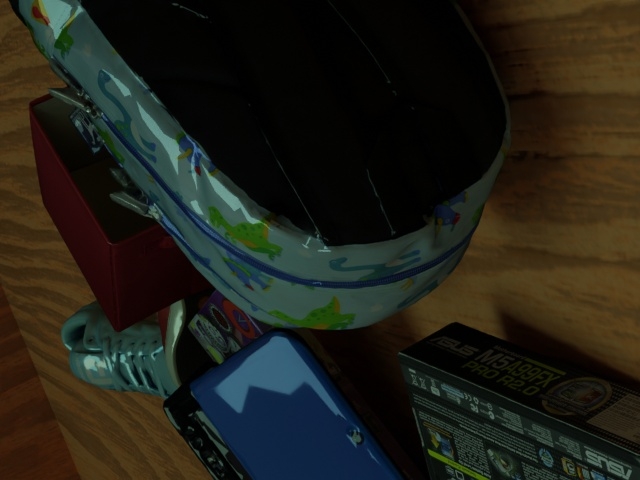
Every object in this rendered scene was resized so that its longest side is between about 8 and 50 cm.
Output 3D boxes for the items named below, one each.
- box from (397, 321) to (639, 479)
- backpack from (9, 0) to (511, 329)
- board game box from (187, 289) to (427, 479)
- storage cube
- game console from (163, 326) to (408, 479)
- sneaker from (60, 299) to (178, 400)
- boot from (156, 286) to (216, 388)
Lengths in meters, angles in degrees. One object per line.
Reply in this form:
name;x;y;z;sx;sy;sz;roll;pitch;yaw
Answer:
box;0.178;0.192;1.227;0.270;0.060;0.216;19;131;55
backpack;-0.027;-0.110;1.167;0.355;0.290;0.273;44;147;29
board game box;0.005;0.187;1.656;0.347;0.056;0.208;52;156;4
storage cube;-0.174;-0.056;1.743;0.215;0.184;0.193;57;161;24
game console;0.008;0.216;1.592;0.293;0.173;0.250;55;-169;-2
sneaker;-0.249;0.165;2.258;0.366;0.150;0.135;21;133;64
boot;-0.176;0.052;2.034;0.176;0.088;0.244;43;142;50
